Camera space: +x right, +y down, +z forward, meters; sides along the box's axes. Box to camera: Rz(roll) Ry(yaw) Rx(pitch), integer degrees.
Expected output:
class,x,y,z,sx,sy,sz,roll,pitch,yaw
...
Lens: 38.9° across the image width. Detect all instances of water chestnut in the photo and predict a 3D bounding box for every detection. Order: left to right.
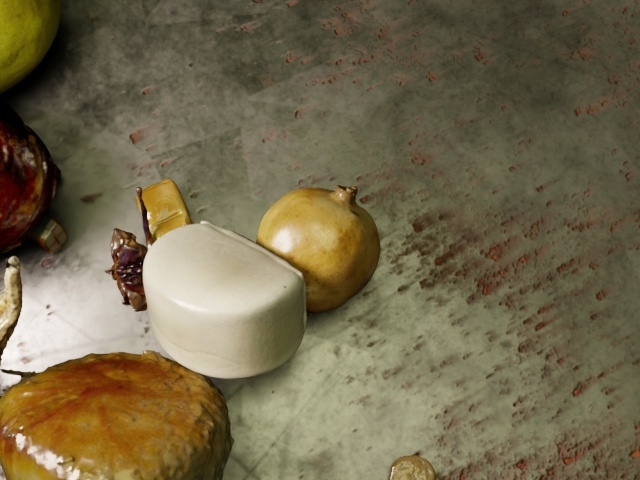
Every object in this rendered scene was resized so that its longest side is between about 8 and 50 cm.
class,x,y,z,sx,sy,sz,roll,pitch,yaw
water chestnut,-0.508,-0.098,1.291,0.289,0.289,0.244,28,54,6

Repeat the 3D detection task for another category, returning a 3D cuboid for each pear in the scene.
class,x,y,z,sx,sy,sz,roll,pitch,yaw
pear,-0.541,-0.342,1.372,0.307,0.253,0.253,-35,78,-4

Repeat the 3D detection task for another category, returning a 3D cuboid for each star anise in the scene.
class,x,y,z,sx,sy,sz,roll,pitch,yaw
star anise,-0.276,0.013,1.328,0.070,0.191,0.097,-9,32,-22

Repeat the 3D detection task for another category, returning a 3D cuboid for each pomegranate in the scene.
class,x,y,z,sx,sy,sz,roll,pitch,yaw
pomegranate,0.000,0.000,1.326,0.196,0.196,0.196,1,73,-2

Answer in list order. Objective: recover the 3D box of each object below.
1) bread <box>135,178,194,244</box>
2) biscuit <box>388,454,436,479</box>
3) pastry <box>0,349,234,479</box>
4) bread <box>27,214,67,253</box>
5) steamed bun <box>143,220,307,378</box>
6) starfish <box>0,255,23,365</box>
class,x,y,z,sx,sy,sz,roll,pitch,yaw
bread,-0.233,-0.026,1.387,0.074,0.053,0.132,-21,74,-9
biscuit,0.128,0.383,1.301,0.071,0.018,0.147,9,72,-3
pastry,-0.264,0.252,1.187,0.329,0.330,0.136,1,113,-2
bread,-0.416,-0.009,1.377,0.109,0.062,0.043,17,64,49
steamed bun,-0.148,0.087,1.260,0.241,0.146,0.164,27,45,34
starfish,-0.462,0.177,1.176,0.082,0.432,0.324,26,77,-32
